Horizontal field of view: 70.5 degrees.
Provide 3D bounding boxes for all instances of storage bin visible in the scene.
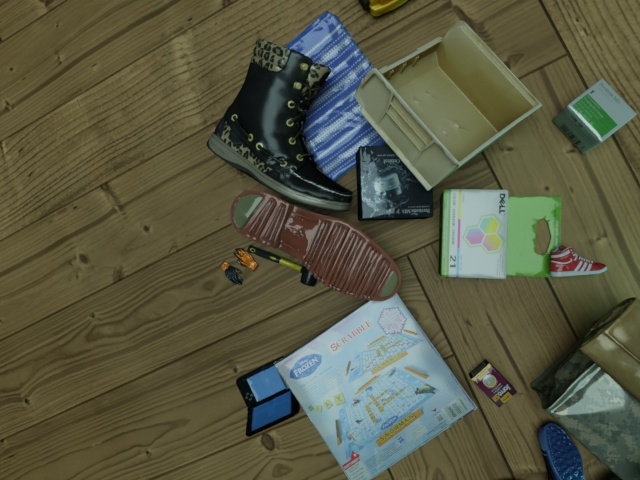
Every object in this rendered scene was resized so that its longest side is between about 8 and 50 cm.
[{"bbox_3d":[0.250,-0.281,0.918,0.262,0.123,0.260,-35,82,-23],"label":"storage bin"}]

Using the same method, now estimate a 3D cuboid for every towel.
[{"bbox_3d":[0.025,-0.338,1.062,0.243,0.040,0.336,-36,83,9],"label":"towel"}]

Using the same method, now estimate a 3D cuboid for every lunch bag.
[{"bbox_3d":[0.610,0.289,0.881,0.235,0.169,0.287,43,102,9],"label":"lunch bag"}]

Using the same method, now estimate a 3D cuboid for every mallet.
[{"bbox_3d":[-0.086,0.043,1.084,0.190,0.039,0.062,28,94,14],"label":"mallet"}]

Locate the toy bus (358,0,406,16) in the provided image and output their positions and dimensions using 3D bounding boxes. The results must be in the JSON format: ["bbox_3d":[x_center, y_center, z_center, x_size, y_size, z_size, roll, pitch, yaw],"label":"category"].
[{"bbox_3d":[0.117,-0.635,0.961,0.149,0.211,0.220,-27,86,8],"label":"toy bus"}]

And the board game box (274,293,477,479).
[{"bbox_3d":[0.118,0.318,1.008,0.319,0.066,0.318,-34,84,1],"label":"board game box"}]

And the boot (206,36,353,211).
[{"bbox_3d":[-0.054,-0.254,1.005,0.377,0.138,0.284,31,106,19],"label":"boot"}]

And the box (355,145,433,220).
[{"bbox_3d":[0.160,-0.124,0.995,0.156,0.093,0.158,-2,90,0],"label":"box"}]

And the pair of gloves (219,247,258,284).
[{"bbox_3d":[-0.202,0.064,1.116,0.074,0.010,0.083,45,98,8],"label":"pair of gloves"}]

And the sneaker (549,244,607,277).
[{"bbox_3d":[0.541,0.040,0.951,0.118,0.042,0.067,-5,91,-3],"label":"sneaker"}]

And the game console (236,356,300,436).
[{"bbox_3d":[-0.127,0.363,1.061,0.144,0.085,0.124,-27,85,9],"label":"game console"}]

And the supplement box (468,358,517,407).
[{"bbox_3d":[0.374,0.311,0.987,0.083,0.043,0.055,45,96,7],"label":"supplement box"}]

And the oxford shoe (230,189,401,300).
[{"bbox_3d":[0.000,0.000,1.007,0.397,0.146,0.140,31,97,5],"label":"oxford shoe"}]

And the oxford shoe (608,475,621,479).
[{"bbox_3d":[0.664,0.492,0.928,0.212,0.076,0.076,-36,121,1],"label":"oxford shoe"}]

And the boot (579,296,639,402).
[{"bbox_3d":[0.554,0.273,0.772,0.236,0.089,0.269,-43,79,-4],"label":"boot"}]

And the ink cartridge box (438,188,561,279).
[{"bbox_3d":[0.386,-0.013,0.962,0.255,0.097,0.188,1,89,11],"label":"ink cartridge box"}]

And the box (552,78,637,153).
[{"bbox_3d":[0.557,-0.252,0.928,0.087,0.102,0.101,-39,82,6],"label":"box"}]

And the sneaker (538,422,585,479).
[{"bbox_3d":[0.505,0.507,0.943,0.081,0.090,0.232,-5,63,-21],"label":"sneaker"}]
